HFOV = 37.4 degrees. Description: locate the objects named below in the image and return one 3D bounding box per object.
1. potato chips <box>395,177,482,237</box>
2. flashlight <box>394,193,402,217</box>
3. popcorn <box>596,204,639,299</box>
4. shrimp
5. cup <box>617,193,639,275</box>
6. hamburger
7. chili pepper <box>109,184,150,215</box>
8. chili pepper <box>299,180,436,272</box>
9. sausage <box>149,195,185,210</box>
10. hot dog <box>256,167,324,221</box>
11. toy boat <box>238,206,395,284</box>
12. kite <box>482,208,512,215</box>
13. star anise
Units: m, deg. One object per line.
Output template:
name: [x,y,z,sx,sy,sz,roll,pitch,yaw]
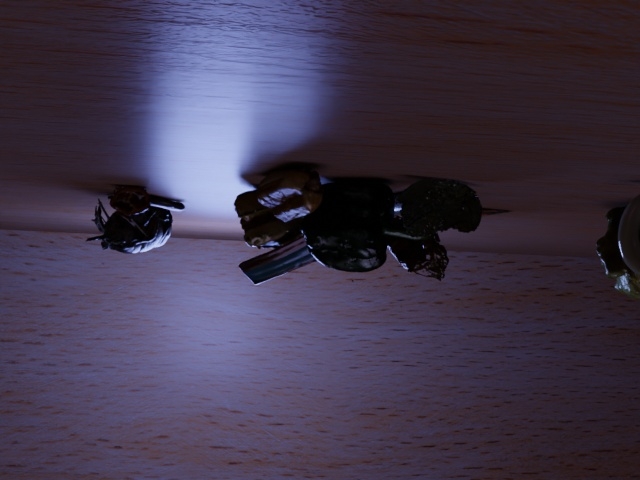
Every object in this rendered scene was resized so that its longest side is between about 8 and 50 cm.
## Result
potato chips: [0.219,-0.056,1.766,0.209,0.142,0.026,30,-168,-40]
flashlight: [0.163,-0.074,2.030,0.093,0.048,0.200,4,176,-26]
popcorn: [0.724,0.031,2.023,0.257,0.224,0.270,9,-175,19]
shrimp: [-0.482,-0.038,2.293,0.172,0.137,0.372,5,178,21]
cup: [0.661,-0.003,1.618,0.255,0.202,0.173,3,177,-6]
hamburger: [-0.101,-0.056,2.045,0.131,0.124,0.262,-24,175,13]
chili pepper: [-0.424,-0.087,2.118,0.088,0.065,0.169,4,180,-10]
chili pepper: [0.094,-0.036,1.820,0.261,0.174,0.165,2,151,16]
sausage: [-0.380,-0.090,2.294,0.028,0.025,0.198,35,-173,20]
hot dog: [-0.051,-0.090,1.715,0.102,0.076,0.249,41,165,-9]
toy boat: [0.000,0.000,2.017,0.392,0.079,0.136,-23,177,28]
kite: [0.402,-0.068,2.277,0.125,0.008,0.222,1,176,17]
star anise: [0.244,0.003,2.380,0.237,0.148,0.346,45,178,2]
